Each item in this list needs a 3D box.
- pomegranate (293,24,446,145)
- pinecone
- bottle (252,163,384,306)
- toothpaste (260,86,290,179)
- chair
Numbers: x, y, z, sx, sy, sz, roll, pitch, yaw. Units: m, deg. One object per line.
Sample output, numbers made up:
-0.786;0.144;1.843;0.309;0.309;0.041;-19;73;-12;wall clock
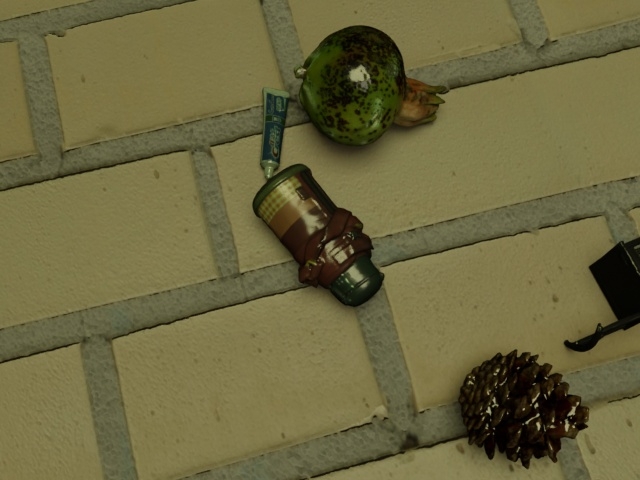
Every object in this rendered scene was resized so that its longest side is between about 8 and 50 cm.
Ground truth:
0.089;-0.282;1.456;0.204;0.276;0.222;13;92;43;pomegranate
0.333;0.284;1.262;0.204;0.179;0.184;42;98;-5;pinecone
0.000;0.000;1.367;0.156;0.143;0.271;-37;77;-11;bottle
-0.094;-0.210;1.493;0.057;0.035;0.197;9;70;-14;toothpaste
0.542;0.082;1.340;0.260;0.154;0.141;-21;72;-10;chair
